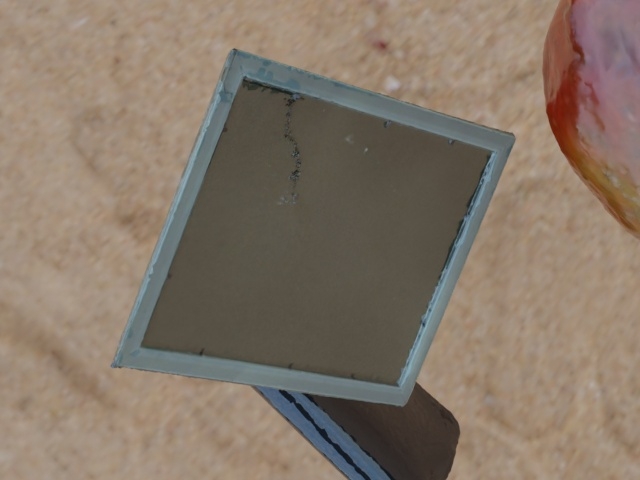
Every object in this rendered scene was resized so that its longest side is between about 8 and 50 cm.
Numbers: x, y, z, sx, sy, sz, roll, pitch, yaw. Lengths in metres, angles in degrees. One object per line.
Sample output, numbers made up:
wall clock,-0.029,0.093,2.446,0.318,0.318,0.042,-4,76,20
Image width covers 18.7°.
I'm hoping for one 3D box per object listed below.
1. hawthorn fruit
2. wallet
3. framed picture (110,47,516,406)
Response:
hawthorn fruit,0.226,-0.108,1.229,0.262,0.210,0.210,29,131,-31
wallet,0.017,0.118,1.596,0.250,0.149,0.044,45,124,-13
framed picture,0.000,0.000,1.379,0.018,0.293,0.231,31,103,44
